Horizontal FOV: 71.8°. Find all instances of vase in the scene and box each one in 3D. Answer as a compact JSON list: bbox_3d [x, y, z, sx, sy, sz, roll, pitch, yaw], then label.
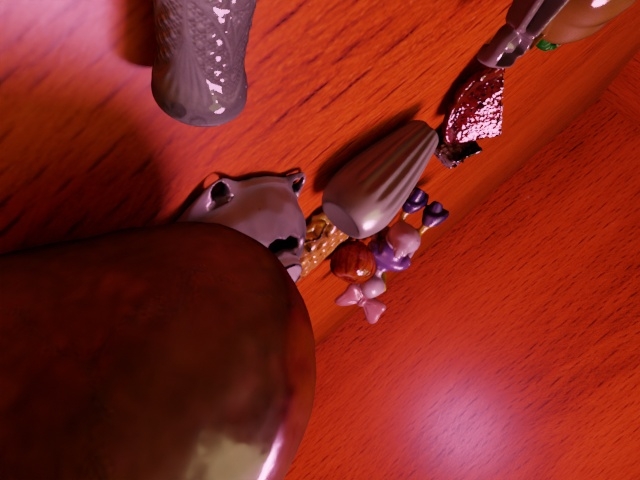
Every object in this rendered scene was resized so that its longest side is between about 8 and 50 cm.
[{"bbox_3d":[-0.070,-0.170,0.273,0.096,0.096,0.219,-32,165,-30],"label":"vase"},{"bbox_3d":[0.115,-0.119,0.791,0.248,0.128,0.128,-46,166,-18],"label":"vase"}]

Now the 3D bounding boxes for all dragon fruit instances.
[{"bbox_3d":[0.304,-0.287,0.880,0.127,0.120,0.161,-4,137,11],"label":"dragon fruit"}]

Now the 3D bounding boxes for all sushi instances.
[{"bbox_3d":[0.302,-0.212,1.008,0.084,0.098,0.094,-39,174,8],"label":"sushi"}]

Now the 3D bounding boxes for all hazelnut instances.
[{"bbox_3d":[-0.178,0.150,0.433,0.366,0.366,0.366,-38,164,-13],"label":"hazelnut"}]

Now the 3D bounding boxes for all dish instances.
[{"bbox_3d":[-0.116,0.038,0.658,0.303,0.120,0.303,-37,164,-12],"label":"dish"}]

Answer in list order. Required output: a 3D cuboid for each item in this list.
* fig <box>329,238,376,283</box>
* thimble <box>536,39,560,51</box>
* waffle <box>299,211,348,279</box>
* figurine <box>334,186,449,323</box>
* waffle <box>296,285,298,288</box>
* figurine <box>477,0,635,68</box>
[{"bbox_3d":[0.085,0.047,1.190,0.128,0.150,0.128,-14,-174,2],"label":"fig"},{"bbox_3d":[0.402,-0.399,0.763,0.118,0.090,0.130,-36,163,-15],"label":"thimble"},{"bbox_3d":[0.000,0.000,0.966,0.238,0.059,0.243,-43,167,-5],"label":"waffle"},{"bbox_3d":[0.209,0.044,1.283,0.421,0.154,0.193,-58,-178,28],"label":"figurine"},{"bbox_3d":[-0.167,0.179,0.735,0.260,0.069,0.293,-21,-151,15],"label":"waffle"},{"bbox_3d":[0.347,-0.374,0.569,0.343,0.167,0.285,-24,159,13],"label":"figurine"}]
